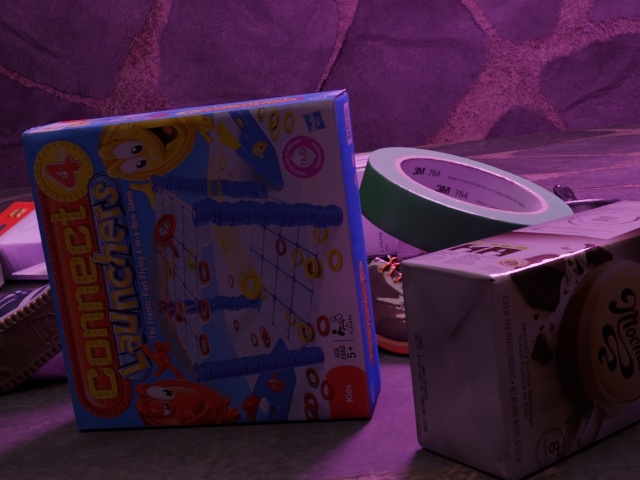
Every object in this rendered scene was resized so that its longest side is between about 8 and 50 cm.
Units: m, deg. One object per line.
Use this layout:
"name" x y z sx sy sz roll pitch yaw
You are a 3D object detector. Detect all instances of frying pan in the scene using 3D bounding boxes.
"frying pan" 0.429 -0.051 1.669 0.197 0.053 0.326 -10 9 -17

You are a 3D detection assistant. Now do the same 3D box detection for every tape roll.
"tape roll" 0.218 -0.053 1.433 0.321 0.077 0.321 12 20 -5

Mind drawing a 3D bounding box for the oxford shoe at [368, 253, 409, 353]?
"oxford shoe" 0.091 0.070 1.103 0.271 0.098 0.097 4 14 32

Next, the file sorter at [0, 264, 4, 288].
"file sorter" -0.662 0.027 1.576 0.173 0.192 0.277 -10 11 -4

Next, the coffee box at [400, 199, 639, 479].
"coffee box" 0.226 0.072 0.833 0.297 0.168 0.119 -15 13 -33

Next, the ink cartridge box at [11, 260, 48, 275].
"ink cartridge box" -0.341 0.048 1.611 0.239 0.060 0.275 -3 11 22

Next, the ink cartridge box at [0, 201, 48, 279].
"ink cartridge box" -0.578 -0.039 1.886 0.385 0.091 0.308 0 32 28

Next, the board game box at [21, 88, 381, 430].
"board game box" -0.109 0.024 0.923 0.302 0.308 0.086 -5 12 11

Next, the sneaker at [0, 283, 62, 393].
"sneaker" -0.308 0.083 1.166 0.282 0.099 0.153 -28 12 -7

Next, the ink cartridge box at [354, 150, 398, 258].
"ink cartridge box" 0.089 -0.068 1.676 0.093 0.160 0.219 -7 10 8
